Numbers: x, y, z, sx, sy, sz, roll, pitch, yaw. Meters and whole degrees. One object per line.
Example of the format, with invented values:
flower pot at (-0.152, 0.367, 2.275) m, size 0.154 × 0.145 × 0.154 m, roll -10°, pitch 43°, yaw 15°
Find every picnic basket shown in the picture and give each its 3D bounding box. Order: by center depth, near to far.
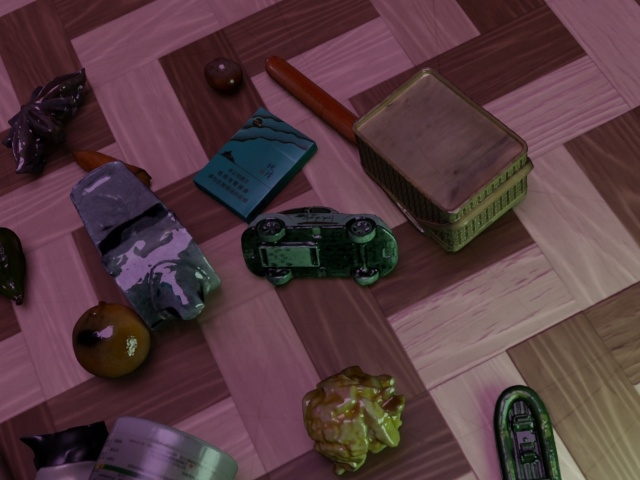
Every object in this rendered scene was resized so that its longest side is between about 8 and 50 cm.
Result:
picnic basket at (0.243, -0.153, 1.894) m, size 0.228 × 0.175 × 0.313 m, roll -39°, pitch 60°, yaw -10°

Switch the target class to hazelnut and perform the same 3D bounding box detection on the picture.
hazelnut at (-0.216, -0.370, 2.124) m, size 0.086 × 0.086 × 0.086 m, roll -4°, pitch 63°, yaw 7°

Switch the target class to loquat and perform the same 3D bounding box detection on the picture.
loquat at (-0.402, 0.194, 1.830) m, size 0.163 × 0.163 × 0.137 m, roll -3°, pitch 21°, yaw 8°

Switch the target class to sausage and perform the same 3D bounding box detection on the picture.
sausage at (-0.006, -0.304, 2.068) m, size 0.053 × 0.053 × 0.348 m, roll -42°, pitch 63°, yaw -12°

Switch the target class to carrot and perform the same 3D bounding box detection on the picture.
carrot at (-0.466, -0.154, 2.059) m, size 0.205 × 0.072 × 0.072 m, roll 25°, pitch 70°, yaw 21°

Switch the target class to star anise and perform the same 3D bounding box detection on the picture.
star anise at (-0.611, -0.258, 2.110) m, size 0.198 × 0.110 × 0.257 m, roll -25°, pitch 43°, yaw 23°

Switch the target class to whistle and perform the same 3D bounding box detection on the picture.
whistle at (-0.356, 0.001, 1.872) m, size 0.168 × 0.188 × 0.405 m, roll -36°, pitch 79°, yaw -9°

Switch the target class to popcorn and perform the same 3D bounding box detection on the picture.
popcorn at (0.065, 0.309, 1.684) m, size 0.187 × 0.185 × 0.167 m, roll -27°, pitch 80°, yaw -15°

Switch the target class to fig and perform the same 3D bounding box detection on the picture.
fig at (-0.655, 0.063, 1.965) m, size 0.117 × 0.117 × 0.177 m, roll -30°, pitch 79°, yaw -7°

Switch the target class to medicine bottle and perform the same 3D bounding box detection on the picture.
medicine bottle at (-0.288, 0.449, 1.630) m, size 0.238 × 0.238 × 0.232 m, roll 14°, pitch 66°, yaw 15°

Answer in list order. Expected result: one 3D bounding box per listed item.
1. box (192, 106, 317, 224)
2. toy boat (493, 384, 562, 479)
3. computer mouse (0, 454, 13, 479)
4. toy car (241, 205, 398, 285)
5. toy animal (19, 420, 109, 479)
box at (-0.139, -0.163, 2.026) m, size 0.161 × 0.042 × 0.226 m, roll 36°, pitch 74°, yaw 22°
toy boat at (0.362, 0.358, 1.681) m, size 0.104 × 0.052 × 0.210 m, roll -8°, pitch 63°, yaw 8°
computer mouse at (-0.644, 0.469, 1.765) m, size 0.145 × 0.082 × 0.236 m, roll -30°, pitch 64°, yaw -6°
toy car at (0.000, 0.000, 1.878) m, size 0.306 × 0.136 × 0.125 m, roll -2°, pitch 42°, yaw 6°
toy animal at (-0.463, 0.424, 1.737) m, size 0.166 × 0.138 × 0.179 m, roll -22°, pitch 66°, yaw 25°
